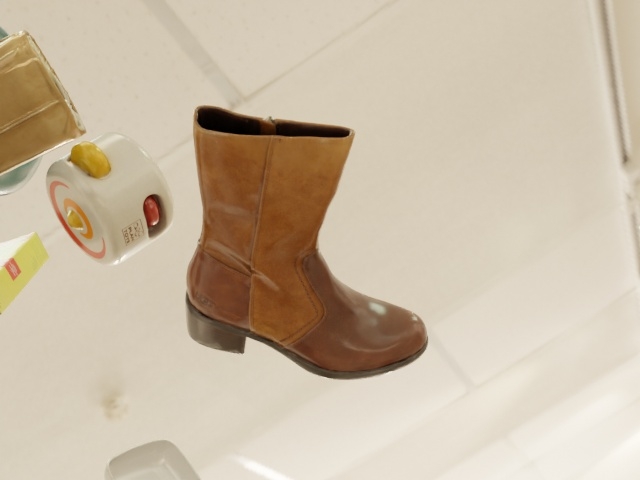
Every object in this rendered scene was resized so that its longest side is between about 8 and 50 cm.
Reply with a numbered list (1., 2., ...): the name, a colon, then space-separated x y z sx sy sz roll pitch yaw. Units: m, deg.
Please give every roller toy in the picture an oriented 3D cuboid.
1. roller toy: -0.342 -0.064 1.555 0.146 0.191 0.209 -37 7 -30

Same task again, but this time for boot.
1. boot: -0.387 -0.069 1.092 0.269 0.089 0.236 -29 -61 -4
2. boot: 0.000 0.000 0.950 0.264 0.096 0.280 14 -51 3

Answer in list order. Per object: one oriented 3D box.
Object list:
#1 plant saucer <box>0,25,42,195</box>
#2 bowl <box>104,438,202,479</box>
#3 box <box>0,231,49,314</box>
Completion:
1. plant saucer: -0.517 -0.226 1.483 0.044 0.317 0.317 -15 -26 20
2. bowl: -0.250 0.377 1.457 0.142 0.142 0.053 -11 -34 -50
3. box: -0.550 0.066 1.657 0.087 0.232 0.058 -16 -69 15
